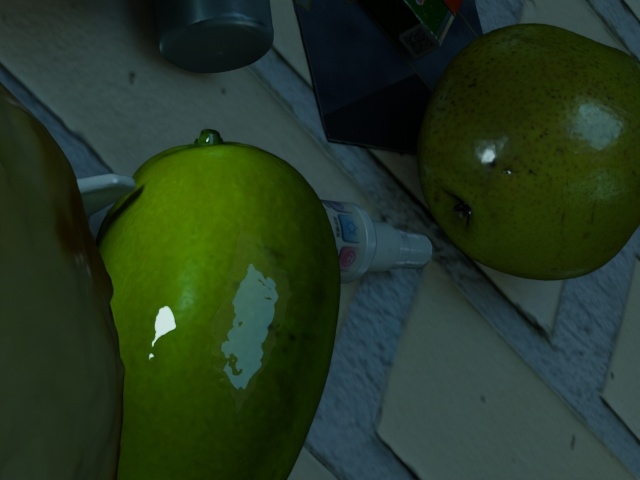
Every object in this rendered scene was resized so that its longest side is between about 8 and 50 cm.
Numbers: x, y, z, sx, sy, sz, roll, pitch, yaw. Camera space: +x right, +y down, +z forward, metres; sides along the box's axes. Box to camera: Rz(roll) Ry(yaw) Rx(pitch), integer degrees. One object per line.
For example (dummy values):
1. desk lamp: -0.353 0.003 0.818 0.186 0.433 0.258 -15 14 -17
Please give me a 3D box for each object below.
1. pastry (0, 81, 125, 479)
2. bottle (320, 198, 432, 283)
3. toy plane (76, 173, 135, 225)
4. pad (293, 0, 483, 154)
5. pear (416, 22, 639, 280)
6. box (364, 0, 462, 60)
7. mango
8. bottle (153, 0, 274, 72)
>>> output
1. pastry: -0.247 0.065 0.700 0.312 0.388 0.389 -7 75 -68
2. bottle: 0.000 0.000 1.262 0.217 0.060 0.060 6 66 -46
3. toy plane: -0.219 -0.026 0.975 0.244 0.117 0.245 26 54 -41
4. pad: 0.067 -0.142 1.466 0.243 0.004 0.164 4 67 -48
5. pear: 0.165 -0.067 1.399 0.198 0.198 0.198 26 52 -39
6. box: 0.030 -0.267 1.460 0.235 0.034 0.132 48 39 -18
7. mango: -0.067 0.065 1.051 0.149 0.185 0.273 18 54 -13
8. bottle: -0.088 -0.258 1.283 0.082 0.082 0.286 14 60 -45
